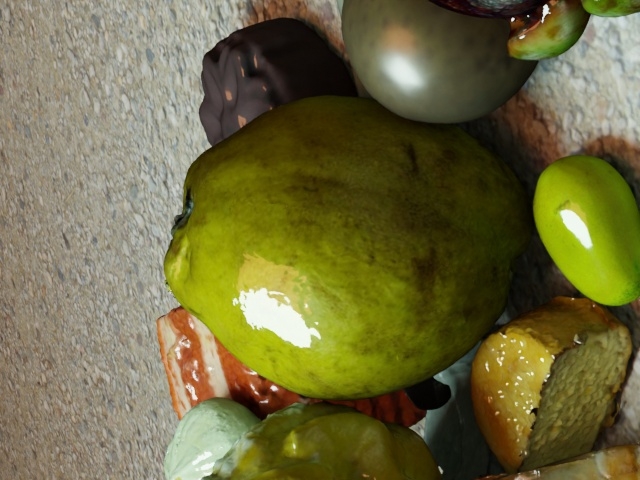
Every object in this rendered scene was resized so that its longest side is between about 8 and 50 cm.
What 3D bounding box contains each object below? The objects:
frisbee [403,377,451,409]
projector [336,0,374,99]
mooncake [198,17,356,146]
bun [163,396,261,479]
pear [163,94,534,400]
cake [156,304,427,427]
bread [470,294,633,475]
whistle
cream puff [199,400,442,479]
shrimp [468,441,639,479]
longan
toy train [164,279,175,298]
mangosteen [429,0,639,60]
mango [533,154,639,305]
[{"bbox_3d":[0.092,0.123,1.514,0.211,0.187,0.012,25,140,18],"label":"frisbee"},{"bbox_3d":[0.060,-0.335,1.387,0.108,0.108,0.337,0,106,56],"label":"projector"},{"bbox_3d":[-0.071,-0.163,1.645,0.283,0.141,0.283,33,132,48],"label":"mooncake"},{"bbox_3d":[-0.131,0.299,1.498,0.195,0.118,0.195,36,138,41],"label":"bun"},{"bbox_3d":[0.032,0.011,1.361,0.413,0.352,0.352,5,118,10],"label":"pear"},{"bbox_3d":[-0.058,0.177,1.674,0.319,0.269,0.270,-13,95,56],"label":"cake"},{"bbox_3d":[0.247,0.155,1.324,0.139,0.143,0.229,42,136,37],"label":"bread"},{"bbox_3d":[0.194,0.326,1.448,0.168,0.188,0.405,-27,83,58],"label":"whistle"},{"bbox_3d":[0.020,0.369,1.288,0.275,0.378,0.378,24,126,36],"label":"cream puff"},{"bbox_3d":[0.287,0.291,1.281,0.287,0.063,0.152,-10,124,17],"label":"shrimp"},{"bbox_3d":[0.125,-0.221,1.256,0.220,0.196,0.196,23,130,13],"label":"longan"},{"bbox_3d":[-0.142,-0.004,1.557,0.081,0.202,0.060,21,148,-5],"label":"toy train"},{"bbox_3d":[0.186,-0.329,1.052,0.311,0.311,0.311,32,131,45],"label":"mangosteen"},{"bbox_3d":[0.280,-0.010,1.238,0.117,0.089,0.163,-5,102,57],"label":"mango"}]
